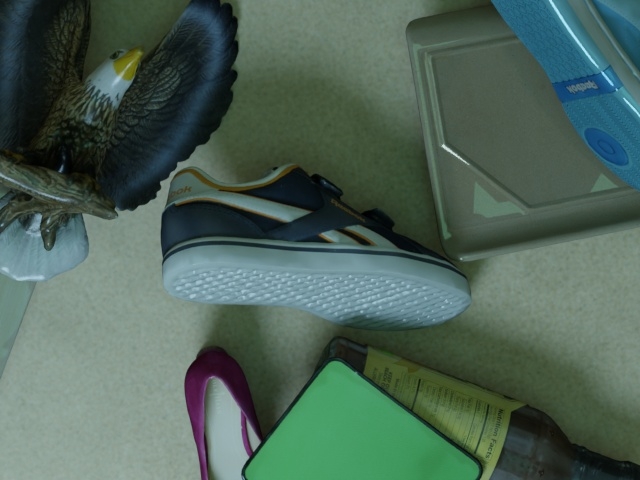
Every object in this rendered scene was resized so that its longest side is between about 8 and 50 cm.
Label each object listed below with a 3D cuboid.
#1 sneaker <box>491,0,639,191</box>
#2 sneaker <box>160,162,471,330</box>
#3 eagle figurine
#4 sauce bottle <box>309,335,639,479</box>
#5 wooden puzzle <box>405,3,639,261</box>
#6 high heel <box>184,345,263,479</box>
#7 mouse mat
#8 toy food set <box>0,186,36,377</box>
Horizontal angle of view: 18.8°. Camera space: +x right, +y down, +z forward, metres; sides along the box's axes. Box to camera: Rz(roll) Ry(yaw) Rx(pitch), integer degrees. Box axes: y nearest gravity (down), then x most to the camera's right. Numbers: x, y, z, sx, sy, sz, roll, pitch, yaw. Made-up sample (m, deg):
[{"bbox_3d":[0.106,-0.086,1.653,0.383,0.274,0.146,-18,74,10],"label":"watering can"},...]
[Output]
[{"bbox_3d":[0.307,-0.206,1.805,0.208,0.127,0.319,-44,113,-20],"label":"sneaker"},{"bbox_3d":[0.000,0.000,1.833,0.321,0.126,0.127,11,57,-29],"label":"sneaker"},{"bbox_3d":[-0.214,-0.126,1.777,0.225,0.298,0.226,-12,124,21],"label":"eagle figurine"},{"bbox_3d":[0.152,0.199,1.888,0.344,0.111,0.111,22,97,-7],"label":"sauce bottle"},{"bbox_3d":[0.204,-0.114,1.871,0.221,0.044,0.238,-11,94,-9],"label":"wooden puzzle"},{"bbox_3d":[-0.078,0.223,1.874,0.082,0.117,0.244,-9,98,-2],"label":"high heel"},{"bbox_3d":[0.039,0.219,1.825,0.190,0.007,0.152,38,95,-6],"label":"mouse mat"},{"bbox_3d":[-0.379,0.016,1.854,0.220,0.092,0.306,20,88,-5],"label":"toy food set"}]
